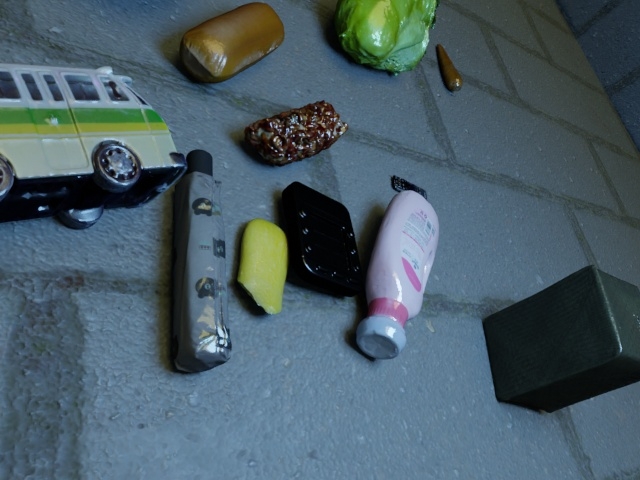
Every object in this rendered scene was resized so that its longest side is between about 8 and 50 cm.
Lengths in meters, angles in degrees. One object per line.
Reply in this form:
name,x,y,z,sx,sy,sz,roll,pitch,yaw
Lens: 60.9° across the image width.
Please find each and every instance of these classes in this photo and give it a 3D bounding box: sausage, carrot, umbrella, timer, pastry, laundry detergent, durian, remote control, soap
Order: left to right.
umbrella,-0.167,0.013,0.758,0.067,0.073,0.337,31,42,-48
sausage,-0.155,-0.372,1.013,0.105,0.105,0.274,45,43,-7
soap,-0.088,0.038,0.838,0.089,0.033,0.168,27,47,-21
pastry,-0.041,-0.194,0.988,0.208,0.115,0.097,-32,97,-49
timer,0.000,0.000,0.925,0.144,0.055,0.187,24,44,-39
durian,0.161,-0.546,1.332,0.339,0.204,0.256,-13,84,-48
laundry detergent,0.141,0.060,0.976,0.159,0.088,0.335,54,40,-28
remote control,0.195,-0.112,1.199,0.096,0.014,0.039,23,50,-26
carrot,0.374,-0.519,1.616,0.048,0.048,0.216,16,47,-32

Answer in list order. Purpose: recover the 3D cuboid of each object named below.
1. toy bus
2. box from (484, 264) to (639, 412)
toy bus,-0.333,-0.111,0.635,0.305,0.143,0.179,-14,79,-47
box,0.465,0.193,1.032,0.143,0.273,0.184,20,50,-25
